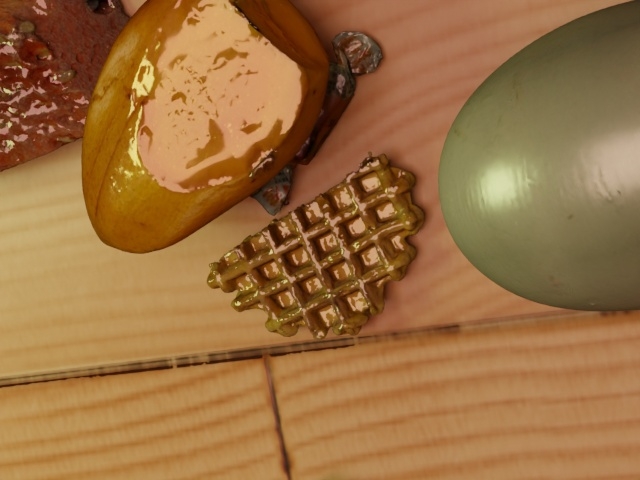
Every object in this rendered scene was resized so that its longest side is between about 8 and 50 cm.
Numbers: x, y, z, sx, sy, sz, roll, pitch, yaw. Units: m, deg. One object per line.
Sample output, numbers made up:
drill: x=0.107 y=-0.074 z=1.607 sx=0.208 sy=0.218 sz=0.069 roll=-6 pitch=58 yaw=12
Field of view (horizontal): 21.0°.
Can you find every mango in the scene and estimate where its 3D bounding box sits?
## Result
mango: x=-0.115 y=-0.104 z=1.456 sx=0.257 sy=0.138 sz=0.187 roll=-42 pitch=78 yaw=24

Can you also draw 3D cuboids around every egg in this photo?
egg: x=0.268 y=-0.072 z=1.297 sx=0.370 sy=0.230 sz=0.230 roll=-17 pitch=93 yaw=15

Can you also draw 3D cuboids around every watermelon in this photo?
watermelon: x=-0.276 y=-0.146 z=1.550 sx=0.256 sy=0.140 sz=0.193 roll=-5 pitch=105 yaw=12

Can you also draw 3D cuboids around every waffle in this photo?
waffle: x=0.000 y=0.000 z=1.501 sx=0.160 sy=0.046 sz=0.192 roll=29 pitch=106 yaw=13

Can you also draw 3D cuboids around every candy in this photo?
candy: x=-0.013 y=-0.102 z=1.488 sx=0.053 sy=0.046 sz=0.182 roll=34 pitch=106 yaw=9
